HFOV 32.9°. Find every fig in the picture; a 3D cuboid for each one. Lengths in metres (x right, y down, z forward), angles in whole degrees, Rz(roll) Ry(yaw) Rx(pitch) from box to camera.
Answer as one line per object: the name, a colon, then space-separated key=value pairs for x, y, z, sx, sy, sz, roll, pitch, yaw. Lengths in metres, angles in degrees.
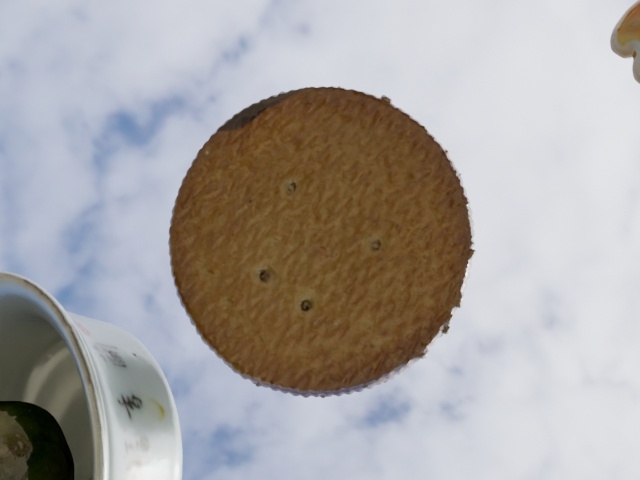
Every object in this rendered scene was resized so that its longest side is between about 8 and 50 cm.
fig: x=-0.273 y=0.217 z=0.999 sx=0.117 sy=0.177 sz=0.117 roll=-8 pitch=-126 yaw=11

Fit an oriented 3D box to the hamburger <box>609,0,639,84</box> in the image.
hamburger: x=0.459 y=-0.284 z=1.152 sx=0.302 sy=0.186 sz=0.261 roll=-35 pitch=-123 yaw=-3

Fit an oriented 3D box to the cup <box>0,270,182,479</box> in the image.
cup: x=-0.255 y=0.209 z=1.027 sx=0.347 sy=0.163 sz=0.347 roll=-7 pitch=-102 yaw=39

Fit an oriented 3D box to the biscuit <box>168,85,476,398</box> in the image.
biscuit: x=0.000 y=0.000 z=1.046 sx=0.305 sy=0.038 sz=0.305 roll=-1 pitch=-98 yaw=6
